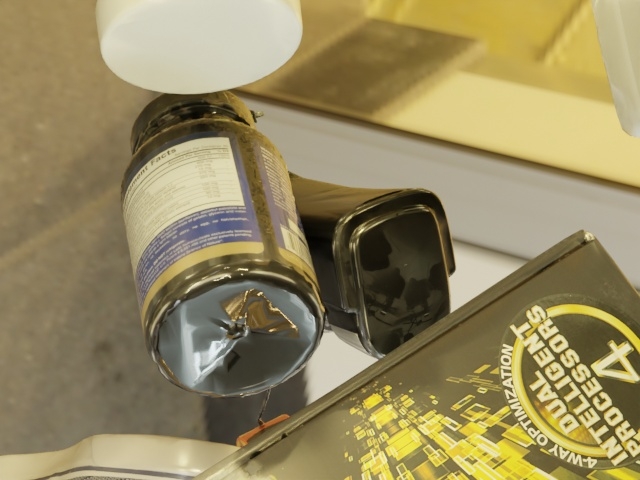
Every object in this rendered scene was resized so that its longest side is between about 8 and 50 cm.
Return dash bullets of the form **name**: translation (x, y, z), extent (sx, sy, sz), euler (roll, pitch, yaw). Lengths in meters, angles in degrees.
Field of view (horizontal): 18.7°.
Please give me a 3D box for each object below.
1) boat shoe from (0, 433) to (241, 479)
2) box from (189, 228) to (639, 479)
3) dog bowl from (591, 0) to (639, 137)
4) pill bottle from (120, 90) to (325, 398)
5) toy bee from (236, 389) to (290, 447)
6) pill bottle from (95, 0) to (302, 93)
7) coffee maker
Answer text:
- **boat shoe**: translation (-0.169, 0.245, 1.535), extent (0.127, 0.340, 0.158), euler (14, 72, -32)
- **box**: translation (0.131, 0.231, 1.008), extent (0.318, 0.395, 0.097), euler (-30, 169, -27)
- **dog bowl**: translation (0.263, -0.198, 1.336), extent (0.349, 0.102, 0.349), euler (-9, 90, -70)
- **pill bottle**: translation (-0.074, -0.007, 1.348), extent (0.219, 0.123, 0.123), euler (-105, 176, -47)
- **toy bee**: translation (-0.017, 0.226, 1.839), extent (0.162, 0.195, 0.298), euler (141, -55, -75)
- **pill bottle**: translation (-0.093, -0.249, 1.298), extent (0.162, 0.162, 0.278), euler (35, 42, -56)
- **coffee maker**: translation (0.000, 0.000, 1.436), extent (0.120, 0.178, 0.171), euler (-44, 116, -25)
